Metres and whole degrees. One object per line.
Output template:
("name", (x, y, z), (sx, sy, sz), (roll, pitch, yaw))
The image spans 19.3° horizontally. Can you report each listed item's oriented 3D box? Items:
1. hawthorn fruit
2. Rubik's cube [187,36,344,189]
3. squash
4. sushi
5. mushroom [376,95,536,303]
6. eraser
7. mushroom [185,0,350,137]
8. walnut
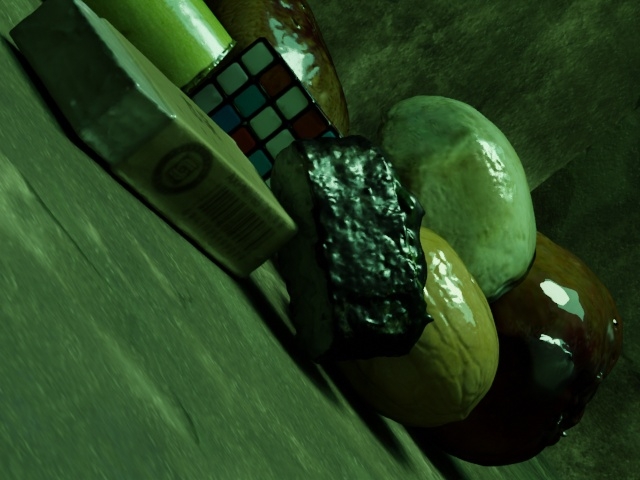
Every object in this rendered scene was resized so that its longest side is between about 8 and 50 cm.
("hawthorn fruit", (0.203, 0.106, 2.276), (0.325, 0.308, 0.308), (66, 7, 10))
("Rubik's cube", (-0.061, -0.108, 2.157), (0.155, 0.154, 0.151), (55, 4, 28))
("squash", (-0.216, -0.260, 2.005), (0.247, 0.132, 0.132), (49, 5, -9))
("sushi", (0.030, 0.008, 1.837), (0.124, 0.127, 0.225), (138, -58, -63))
("mushroom", (0.146, -0.061, 2.137), (0.267, 0.189, 0.164), (-76, 160, -46))
("eraser", (-0.142, -0.090, 1.684), (0.144, 0.078, 0.343), (53, 5, 30))
("mushroom", (-0.068, -0.195, 2.465), (0.345, 0.239, 0.345), (45, 34, -42))
("walnut", (0.092, 0.089, 1.978), (0.226, 0.193, 0.193), (53, 5, 15))
